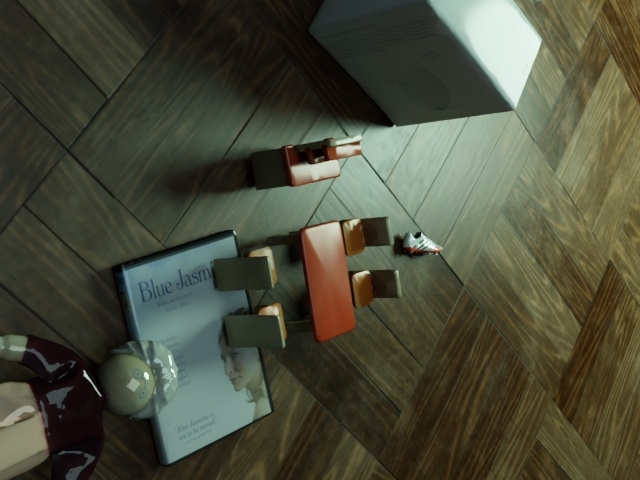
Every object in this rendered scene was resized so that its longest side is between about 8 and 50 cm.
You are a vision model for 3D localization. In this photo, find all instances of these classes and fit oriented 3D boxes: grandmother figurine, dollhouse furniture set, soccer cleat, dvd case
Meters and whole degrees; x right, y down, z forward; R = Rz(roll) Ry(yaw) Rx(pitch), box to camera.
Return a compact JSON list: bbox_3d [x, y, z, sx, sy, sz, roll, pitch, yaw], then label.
[{"bbox_3d":[-0.297,0.192,0.998,0.342,0.104,0.207,-20,111,-40],"label":"grandmother figurine"},{"bbox_3d":[0.000,0.000,1.243,0.262,0.135,0.259,-17,100,-49],"label":"dollhouse furniture set"},{"bbox_3d":[0.161,0.004,1.490,0.083,0.029,0.035,3,91,-39],"label":"soccer cleat"},{"bbox_3d":[-0.151,0.128,1.190,0.180,0.022,0.253,-20,102,-42],"label":"dvd case"}]

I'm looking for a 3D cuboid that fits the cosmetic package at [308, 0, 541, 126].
[{"bbox_3d":[0.148,-0.291,1.352,0.225,0.224,0.138,41,62,-36],"label":"cosmetic package"}]
